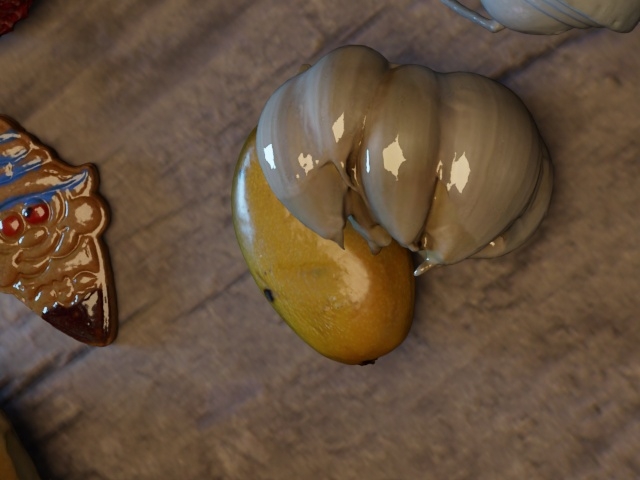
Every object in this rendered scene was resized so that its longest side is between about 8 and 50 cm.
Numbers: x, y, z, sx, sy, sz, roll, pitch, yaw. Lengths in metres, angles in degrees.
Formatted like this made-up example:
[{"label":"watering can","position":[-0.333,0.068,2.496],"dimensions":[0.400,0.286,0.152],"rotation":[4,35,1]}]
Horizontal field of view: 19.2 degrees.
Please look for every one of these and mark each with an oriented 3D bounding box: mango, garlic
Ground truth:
[{"label":"mango","position":[0.003,0.000,1.862],"dimensions":[0.157,0.109,0.262],"rotation":[-27,85,29]},{"label":"garlic","position":[0.096,-0.070,1.750],"dimensions":[0.184,0.281,0.203],"rotation":[-23,55,53]}]

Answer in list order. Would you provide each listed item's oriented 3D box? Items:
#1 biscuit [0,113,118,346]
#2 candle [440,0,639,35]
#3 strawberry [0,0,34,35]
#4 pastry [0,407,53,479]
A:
[{"label":"biscuit","position":[-0.298,-0.009,1.990],"dimensions":[0.183,0.043,0.280],"rotation":[-30,85,21]},{"label":"candle","position":[0.246,-0.316,1.692],"dimensions":[0.221,0.221,0.343],"rotation":[35,108,10]},{"label":"strawberry","position":[-0.370,-0.339,1.892],"dimensions":[0.261,0.257,0.261],"rotation":[-3,74,11]},{"label":"pastry","position":[-0.469,0.324,1.970],"dimensions":[0.409,0.245,0.410],"rotation":[2,98,14]}]
